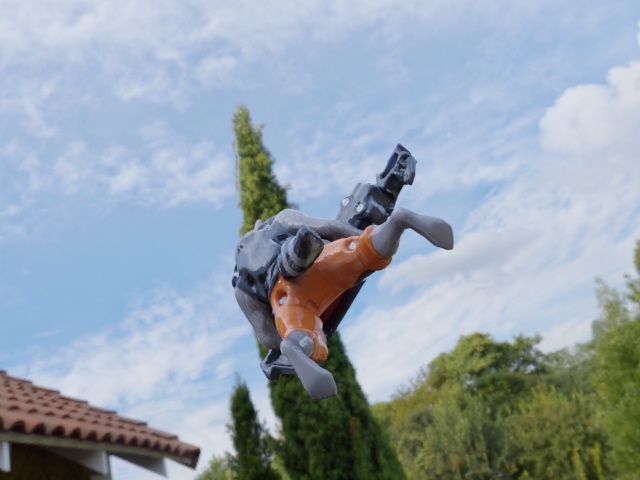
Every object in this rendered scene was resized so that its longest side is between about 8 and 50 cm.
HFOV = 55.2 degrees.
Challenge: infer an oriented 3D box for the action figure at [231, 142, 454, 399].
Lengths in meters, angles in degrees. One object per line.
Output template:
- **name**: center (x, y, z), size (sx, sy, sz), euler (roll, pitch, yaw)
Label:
- **action figure**: center (0.000, 0.000, 0.701), size (0.178, 0.341, 0.330), euler (33, -10, -23)
